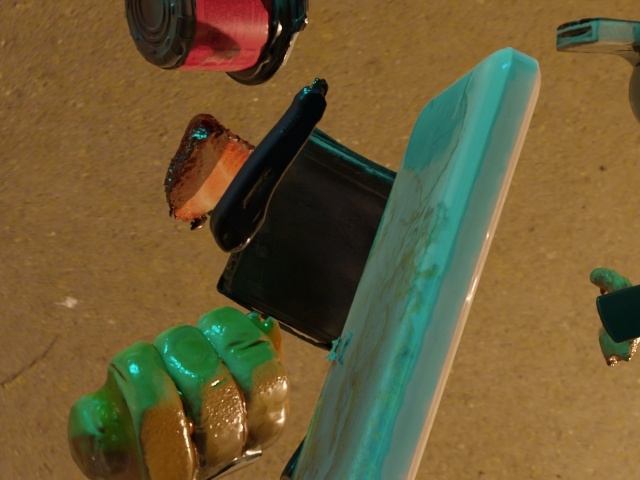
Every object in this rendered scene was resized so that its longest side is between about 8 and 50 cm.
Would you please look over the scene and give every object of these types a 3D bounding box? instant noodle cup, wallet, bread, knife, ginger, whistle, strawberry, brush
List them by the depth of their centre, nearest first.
[{"bbox_3d":[-0.029,-0.045,0.596,0.031,0.018,0.121,29,102,-39],"label":"knife"},{"bbox_3d":[0.424,0.073,1.174,0.193,0.016,0.063,-14,68,-8],"label":"brush"},{"bbox_3d":[0.450,-0.202,1.282,0.289,0.163,0.164,0,91,-17],"label":"whistle"},{"bbox_3d":[0.025,0.221,1.317,0.025,0.124,0.244,37,74,4],"label":"wallet"},{"bbox_3d":[0.430,0.102,1.424,0.051,0.069,0.173,25,44,-14],"label":"ginger"},{"bbox_3d":[-0.179,-0.355,1.473,0.181,0.302,0.258,-13,98,-37],"label":"instant noodle cup"},{"bbox_3d":[0.000,0.000,1.489,0.237,0.342,0.075,29,36,4],"label":"wallet"},{"bbox_3d":[-0.207,0.273,1.493,0.341,0.300,0.210,-15,55,-40],"label":"bread"},{"bbox_3d":[-0.187,-0.132,1.565,0.175,0.236,0.107,-20,61,-38],"label":"strawberry"}]

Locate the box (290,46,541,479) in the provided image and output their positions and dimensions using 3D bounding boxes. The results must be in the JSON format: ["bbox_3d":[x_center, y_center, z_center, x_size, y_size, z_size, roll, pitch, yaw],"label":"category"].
[{"bbox_3d":[0.046,0.039,0.543,0.044,0.142,0.285,22,79,-11],"label":"box"}]
